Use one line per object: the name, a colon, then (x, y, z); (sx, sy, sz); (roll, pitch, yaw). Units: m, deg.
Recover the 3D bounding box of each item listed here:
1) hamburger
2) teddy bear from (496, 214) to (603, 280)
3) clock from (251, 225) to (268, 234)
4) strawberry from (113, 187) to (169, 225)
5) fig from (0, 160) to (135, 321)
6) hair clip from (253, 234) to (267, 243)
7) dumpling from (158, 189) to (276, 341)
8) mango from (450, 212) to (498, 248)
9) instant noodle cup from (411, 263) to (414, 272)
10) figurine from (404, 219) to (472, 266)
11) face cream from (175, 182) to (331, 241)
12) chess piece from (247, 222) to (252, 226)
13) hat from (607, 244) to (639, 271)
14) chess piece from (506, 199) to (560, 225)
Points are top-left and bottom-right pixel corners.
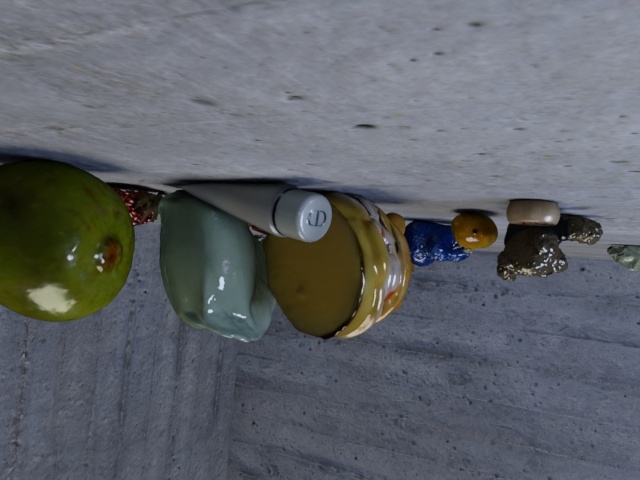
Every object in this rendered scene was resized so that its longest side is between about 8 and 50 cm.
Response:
hamburger: (0.052, 0.039, 1.080); (0.276, 0.277, 0.236); (3, -174, 44)
teddy bear: (0.400, 0.005, 1.043); (0.129, 0.182, 0.251); (48, -148, 22)
clock: (-0.032, -0.037, 1.491); (0.318, 0.080, 0.318); (12, 175, 1)
strawberry: (-0.455, -0.077, 1.271); (0.207, 0.087, 0.167); (6, 180, 19)
fig: (-0.476, -0.013, 0.942); (0.326, 0.258, 0.258); (22, -177, 16)
hair clip: (-0.079, 0.072, 1.624); (0.321, 0.091, 0.138); (20, 157, -36)
dumpling: (-0.218, 0.041, 1.115); (0.211, 0.321, 0.270); (-5, 170, 11)
mango: (0.323, -0.020, 1.193); (0.098, 0.075, 0.190); (20, -174, 14)
instant noodle cup: (0.229, 0.064, 2.165); (0.215, 0.216, 0.172); (6, -174, -34)
figurine: (0.292, -0.001, 1.452); (0.262, 0.121, 0.164); (-12, -176, 1)
face cream: (-0.115, -0.069, 1.000); (0.314, 0.089, 0.143); (18, -172, 43)
chess piece: (-0.209, -0.069, 1.342); (0.066, 0.066, 0.122); (7, -177, -44)
hat: (0.984, 0.051, 1.746); (0.166, 0.081, 0.122); (-5, -175, -24)
chess piece: (0.350, -0.045, 0.935); (0.083, 0.038, 0.083); (6, 179, 0)
